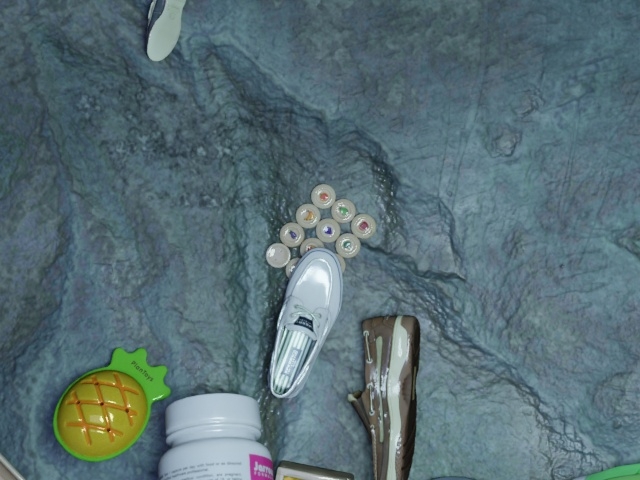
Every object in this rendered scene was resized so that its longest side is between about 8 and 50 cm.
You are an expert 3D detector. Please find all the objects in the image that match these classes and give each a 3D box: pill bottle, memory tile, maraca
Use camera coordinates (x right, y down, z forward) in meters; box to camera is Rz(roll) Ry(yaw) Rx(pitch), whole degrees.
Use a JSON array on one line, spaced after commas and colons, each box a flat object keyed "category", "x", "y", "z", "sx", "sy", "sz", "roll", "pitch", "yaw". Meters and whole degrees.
[{"category": "pill bottle", "x": -0.141, "y": 0.364, "z": 1.637, "sx": 0.160, "sy": 0.160, "sz": 0.283, "roll": -7, "pitch": 66, "yaw": 2}, {"category": "memory tile", "x": 0.000, "y": 0.000, "z": 1.755, "sx": 0.113, "sy": 0.012, "sz": 0.148, "roll": 38, "pitch": 90, "yaw": 3}, {"category": "maraca", "x": -0.300, "y": 0.235, "z": 1.717, "sx": 0.127, "sy": 0.099, "sz": 0.186, "roll": 40, "pitch": 65, "yaw": 7}]

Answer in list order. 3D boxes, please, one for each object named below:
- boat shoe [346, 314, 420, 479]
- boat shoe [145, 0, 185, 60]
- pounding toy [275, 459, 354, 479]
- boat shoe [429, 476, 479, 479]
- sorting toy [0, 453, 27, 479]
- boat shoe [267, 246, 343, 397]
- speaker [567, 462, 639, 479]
[{"category": "boat shoe", "x": 0.087, "y": 0.234, "z": 1.711, "sx": 0.095, "sy": 0.095, "sz": 0.258, "roll": 3, "pitch": 81, "yaw": 16}, {"category": "boat shoe", "x": -0.233, "y": -0.332, "z": 1.764, "sx": 0.043, "sy": 0.049, "sz": 0.137, "roll": 16, "pitch": 91, "yaw": 45}, {"category": "pounding toy", "x": -0.009, "y": 0.400, "z": 1.693, "sx": 0.130, "sy": 0.100, "sz": 0.141, "roll": 11, "pitch": 88, "yaw": 3}, {"category": "boat shoe", "x": 0.275, "y": 0.440, "z": 1.591, "sx": 0.367, "sy": 0.135, "sz": 0.157, "roll": 10, "pitch": 103, "yaw": 46}, {"category": "sorting toy", "x": -0.547, "y": 0.371, "z": 1.741, "sx": 0.196, "sy": 0.047, "sz": 0.347, "roll": -45, "pitch": 87, "yaw": 0}, {"category": "boat shoe", "x": -0.020, "y": 0.122, "z": 1.710, "sx": 0.083, "sy": 0.076, "sz": 0.226, "roll": 13, "pitch": 93, "yaw": 2}, {"category": "speaker", "x": 0.485, "y": 0.376, "z": 1.665, "sx": 0.296, "sy": 0.131, "sz": 0.131, "roll": -8, "pitch": 87, "yaw": 2}]
